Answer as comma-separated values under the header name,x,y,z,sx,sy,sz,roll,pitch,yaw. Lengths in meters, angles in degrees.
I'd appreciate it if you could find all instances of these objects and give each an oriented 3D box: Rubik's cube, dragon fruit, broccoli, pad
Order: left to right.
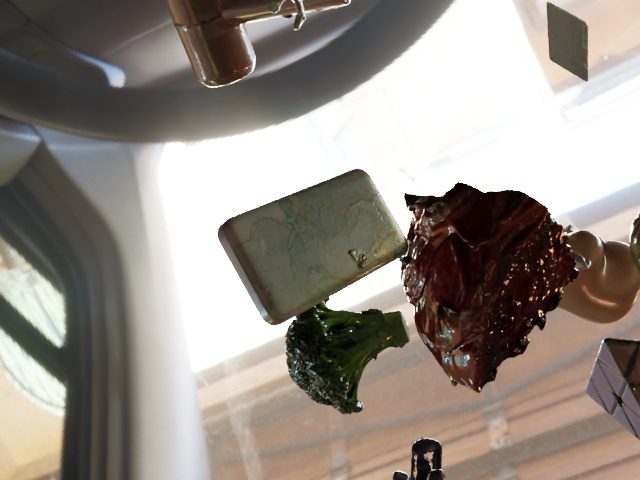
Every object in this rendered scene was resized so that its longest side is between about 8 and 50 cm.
name,x,y,z,sx,sy,sz,roll,pitch,yaw
broccoli,0.058,0.227,1.585,0.269,0.254,0.269,-18,161,-6
dragon fruit,0.195,0.038,1.238,0.286,0.228,0.329,-52,-129,-2
pad,0.493,-0.396,1.528,0.003,0.157,0.112,-36,-129,-9
Rubik's cube,0.471,0.217,1.224,0.211,0.190,0.178,-55,-168,-27

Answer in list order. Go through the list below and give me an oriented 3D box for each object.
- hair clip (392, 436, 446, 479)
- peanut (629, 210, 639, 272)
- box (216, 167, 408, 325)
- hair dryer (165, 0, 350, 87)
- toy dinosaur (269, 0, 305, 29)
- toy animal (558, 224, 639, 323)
name,x,y,z,sx,sy,sz,roll,pitch,yaw
hair clip,0.131,0.419,1.049,0.137,0.279,0.090,0,178,14
peanut,0.617,0.037,1.340,0.129,0.224,0.129,-11,164,-3
box,0.000,0.000,0.996,0.285,0.142,0.044,-26,173,-44
hair dryer,-0.071,-0.340,1.137,0.344,0.189,0.107,1,-145,31
toy dinosaur,-0.017,-0.225,0.606,0.058,0.037,0.180,-52,179,-28
toy animal,0.561,0.062,1.626,0.195,0.256,0.213,-51,-156,44
